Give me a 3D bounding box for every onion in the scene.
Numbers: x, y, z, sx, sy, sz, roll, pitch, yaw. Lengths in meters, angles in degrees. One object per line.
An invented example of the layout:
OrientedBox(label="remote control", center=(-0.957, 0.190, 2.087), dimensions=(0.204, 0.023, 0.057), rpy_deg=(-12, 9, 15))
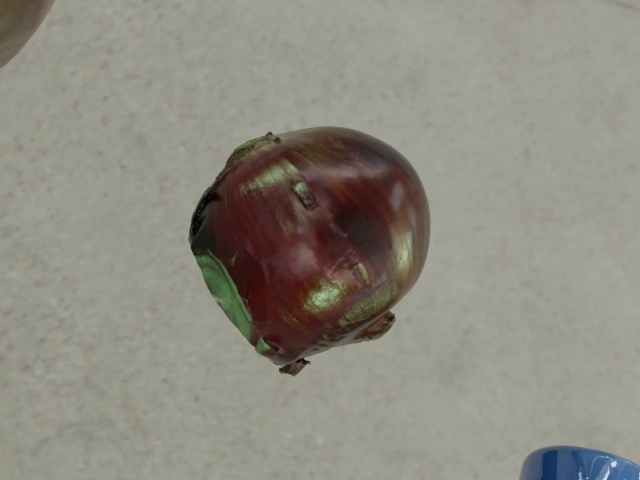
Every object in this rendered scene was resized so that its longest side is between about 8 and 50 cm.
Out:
OrientedBox(label="onion", center=(0.000, 0.000, 0.653), dimensions=(0.118, 0.117, 0.119), rpy_deg=(-2, 104, -9))

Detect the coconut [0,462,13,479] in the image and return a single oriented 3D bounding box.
OrientedBox(label="coconut", center=(-0.356, 0.247, 1.143), dimensions=(0.237, 0.265, 0.237), rpy_deg=(-6, 90, -76))

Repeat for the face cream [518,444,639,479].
OrientedBox(label="face cream", center=(0.137, 0.261, 0.855), dimensions=(0.083, 0.149, 0.264), rpy_deg=(15, 70, 4))

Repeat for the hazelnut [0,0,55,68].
OrientedBox(label="hazelnut", center=(-0.380, -0.302, 1.258), dimensions=(0.365, 0.365, 0.366), rpy_deg=(11, 71, -37))
